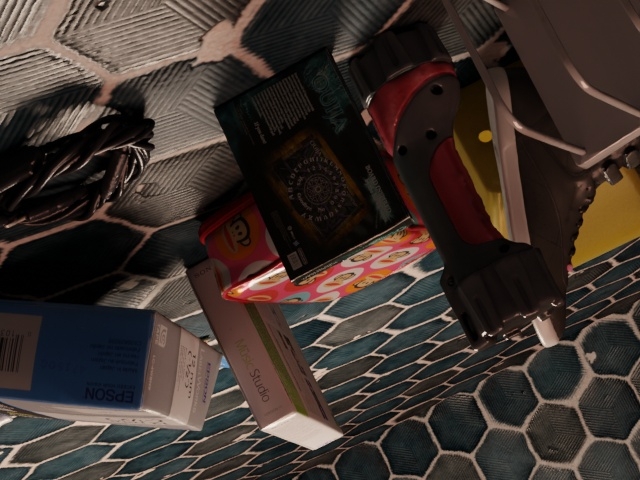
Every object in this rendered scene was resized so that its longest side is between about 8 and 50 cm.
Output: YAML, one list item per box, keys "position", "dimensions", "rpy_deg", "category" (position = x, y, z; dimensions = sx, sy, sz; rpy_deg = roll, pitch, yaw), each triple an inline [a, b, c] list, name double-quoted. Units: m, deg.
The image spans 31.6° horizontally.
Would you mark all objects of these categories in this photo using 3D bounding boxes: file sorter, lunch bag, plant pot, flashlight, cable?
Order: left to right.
- position: [-0.223, -0.056, 1.036]
  dimensions: [0.184, 0.047, 0.150]
  rpy_deg: [-29, 162, 10]
  category: "cable"
- position: [0.000, 0.000, 1.362]
  dimensions: [0.258, 0.120, 0.293]
  rpy_deg: [-33, 161, 24]
  category: "lunch bag"
- position: [0.131, -0.057, 1.075]
  dimensions: [0.103, 0.304, 0.103]
  rpy_deg: [-18, 160, -23]
  category: "flashlight"
- position: [0.246, -0.095, 1.310]
  dimensions: [0.212, 0.212, 0.187]
  rpy_deg: [-26, 150, 4]
  category: "plant pot"
- position: [0.269, -0.226, 0.972]
  dimensions: [0.277, 0.193, 0.173]
  rpy_deg: [-34, 156, 27]
  category: "file sorter"

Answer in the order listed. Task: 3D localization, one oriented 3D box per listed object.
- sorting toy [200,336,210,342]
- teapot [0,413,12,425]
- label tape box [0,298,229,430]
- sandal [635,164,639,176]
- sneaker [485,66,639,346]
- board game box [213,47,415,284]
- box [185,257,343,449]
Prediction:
- position: [-0.213, 0.174, 1.744]
  dimensions: [0.083, 0.012, 0.062]
  rpy_deg: [-14, 159, -31]
  category: "sorting toy"
- position: [-0.554, 0.303, 1.414]
  dimensions: [0.252, 0.187, 0.256]
  rpy_deg: [-1, -175, 14]
  category: "teapot"
- position: [-0.264, 0.158, 1.323]
  dimensions: [0.249, 0.115, 0.348]
  rpy_deg: [3, 164, 11]
  category: "label tape box"
- position: [0.306, -0.061, 1.477]
  dimensions: [0.302, 0.086, 0.120]
  rpy_deg: [6, 176, 27]
  category: "sandal"
- position: [0.260, -0.039, 1.150]
  dimensions: [0.146, 0.296, 0.104]
  rpy_deg: [-9, -171, 5]
  category: "sneaker"
- position: [-0.007, -0.070, 1.050]
  dimensions: [0.126, 0.186, 0.026]
  rpy_deg: [-27, 164, 9]
  category: "board game box"
- position: [-0.069, 0.162, 1.544]
  dimensions: [0.058, 0.232, 0.322]
  rpy_deg: [-28, 161, 2]
  category: "box"
